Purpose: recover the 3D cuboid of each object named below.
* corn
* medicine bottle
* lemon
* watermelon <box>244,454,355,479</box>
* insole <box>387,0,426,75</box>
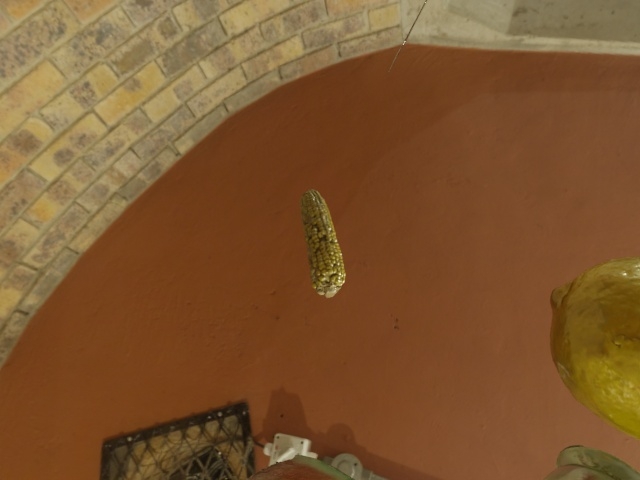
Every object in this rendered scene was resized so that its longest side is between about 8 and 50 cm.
[{"bbox_3d":[0.000,0.000,1.103,0.096,0.097,0.320,-16,-123,6],"label":"corn"},{"bbox_3d":[0.386,0.394,0.587,0.143,0.147,0.147,-27,-125,-35],"label":"medicine bottle"},{"bbox_3d":[0.465,0.151,0.565,0.283,0.260,0.261,29,-107,10],"label":"lemon"},{"bbox_3d":[-0.056,0.407,0.436,0.292,0.283,0.251,1,-105,-34],"label":"watermelon"},{"bbox_3d":[0.224,-0.509,0.895,0.007,0.109,0.322,27,-66,-2],"label":"insole"}]
